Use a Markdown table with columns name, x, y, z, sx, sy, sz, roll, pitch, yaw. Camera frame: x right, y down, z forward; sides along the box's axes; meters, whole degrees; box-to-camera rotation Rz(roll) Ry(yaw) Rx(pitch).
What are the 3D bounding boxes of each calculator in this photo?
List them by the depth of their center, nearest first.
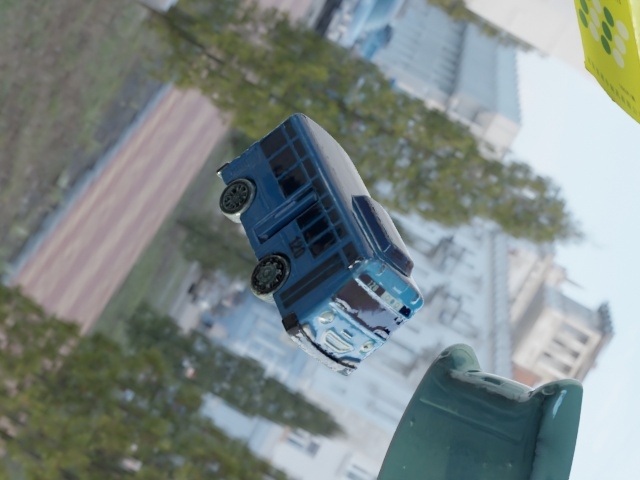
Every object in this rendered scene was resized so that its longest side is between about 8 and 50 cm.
| name | x | y | z | sx | sy | sz | roll | pitch | yaw |
| --- | --- | --- | --- | --- | --- | --- | --- | --- | --- |
| calculator | 0.140 | 0.309 | 1.398 | 0.256 | 0.054 | 0.386 | 15 | -94 | 54 |

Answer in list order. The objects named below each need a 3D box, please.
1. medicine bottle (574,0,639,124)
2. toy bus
| name | x | y | z | sx | sy | sz | roll | pitch | yaw |
| --- | --- | --- | --- | --- | --- | --- | --- | --- | --- |
| medicine bottle | 0.299 | -0.229 | 1.112 | 0.137 | 0.141 | 0.250 | -110 | 177 | -47 |
| toy bus | 0.000 | 0.000 | 0.978 | 0.106 | 0.090 | 0.185 | -36 | -132 | 12 |
